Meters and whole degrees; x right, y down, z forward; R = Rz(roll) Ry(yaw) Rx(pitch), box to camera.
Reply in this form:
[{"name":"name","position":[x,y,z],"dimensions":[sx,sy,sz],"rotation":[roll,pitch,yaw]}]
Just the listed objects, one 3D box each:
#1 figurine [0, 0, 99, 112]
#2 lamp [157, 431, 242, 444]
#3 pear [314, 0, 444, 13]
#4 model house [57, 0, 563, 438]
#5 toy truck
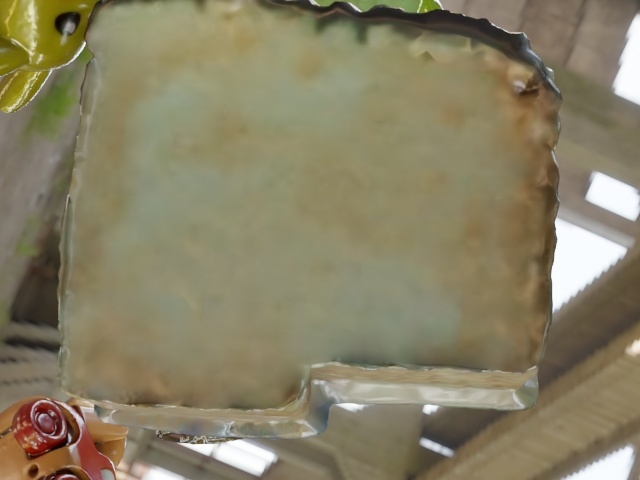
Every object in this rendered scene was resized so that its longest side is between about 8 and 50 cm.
[{"name":"figurine","position":[-0.311,-0.293,1.506],"dimensions":[0.218,0.169,0.327],"rotation":[-40,127,-79]},{"name":"lamp","position":[-0.139,0.112,1.787],"dimensions":[0.303,0.303,0.257],"rotation":[126,-35,-67]},{"name":"pear","position":[0.030,-0.225,1.792],"dimensions":[0.292,0.292,0.159],"rotation":[-72,157,-44]},{"name":"model house","position":[0.000,0.000,1.456],"dimensions":[0.400,0.445,0.395],"rotation":[75,16,-74]},{"name":"toy truck","position":[-0.365,0.341,2.107],"dimensions":[0.189,0.239,0.265],"rotation":[-35,-119,30]}]
